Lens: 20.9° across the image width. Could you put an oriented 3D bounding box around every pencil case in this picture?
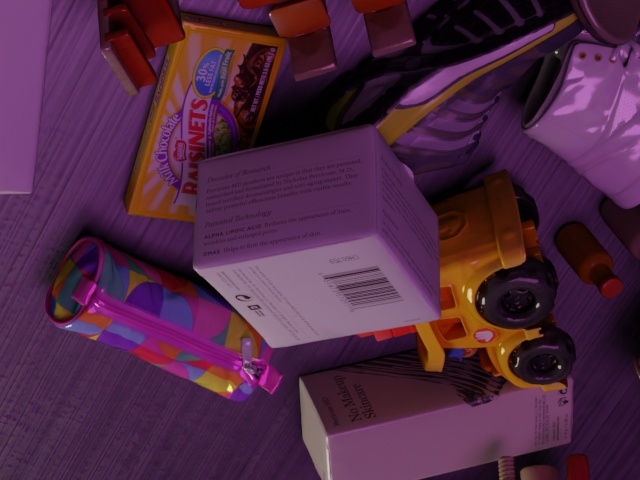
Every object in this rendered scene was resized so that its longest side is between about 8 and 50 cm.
[{"bbox_3d":[-0.148,0.079,1.691,0.236,0.104,0.104,25,111,-30],"label":"pencil case"}]

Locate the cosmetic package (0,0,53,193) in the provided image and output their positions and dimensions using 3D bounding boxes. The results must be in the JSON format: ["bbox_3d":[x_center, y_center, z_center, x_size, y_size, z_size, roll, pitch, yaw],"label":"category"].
[{"bbox_3d":[-0.296,-0.248,1.353,0.156,0.217,0.385,1,119,-21],"label":"cosmetic package"}]

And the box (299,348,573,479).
[{"bbox_3d":[0.123,0.180,1.847,0.275,0.113,0.094,-12,125,-13],"label":"box"}]

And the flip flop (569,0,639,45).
[{"bbox_3d":[0.303,-0.310,1.567,0.112,0.080,0.277,18,96,-42],"label":"flip flop"}]

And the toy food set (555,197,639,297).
[{"bbox_3d":[0.378,0.011,1.829,0.232,0.104,0.111,10,118,-25],"label":"toy food set"}]

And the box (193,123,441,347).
[{"bbox_3d":[0.000,0.000,1.614,0.182,0.119,0.181,-11,148,20],"label":"box"}]

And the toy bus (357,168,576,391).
[{"bbox_3d":[0.140,0.065,1.768,0.211,0.149,0.220,-18,130,8],"label":"toy bus"}]

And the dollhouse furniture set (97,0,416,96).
[{"bbox_3d":[-0.057,-0.225,1.456,0.259,0.135,0.262,-16,146,9],"label":"dollhouse furniture set"}]

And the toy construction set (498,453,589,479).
[{"bbox_3d":[0.203,0.383,1.865,0.257,0.237,0.309,8,153,-17],"label":"toy construction set"}]

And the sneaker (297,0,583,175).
[{"bbox_3d":[0.127,-0.144,1.650,0.300,0.111,0.121,-31,134,11],"label":"sneaker"}]

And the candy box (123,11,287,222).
[{"bbox_3d":[-0.109,-0.110,1.625,0.105,0.027,0.206,8,119,-21],"label":"candy box"}]

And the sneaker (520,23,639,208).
[{"bbox_3d":[0.318,-0.186,1.660,0.169,0.108,0.292,32,105,-17],"label":"sneaker"}]

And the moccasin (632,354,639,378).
[{"bbox_3d":[0.405,0.142,1.859,0.147,0.139,0.380,-18,154,-12],"label":"moccasin"}]
